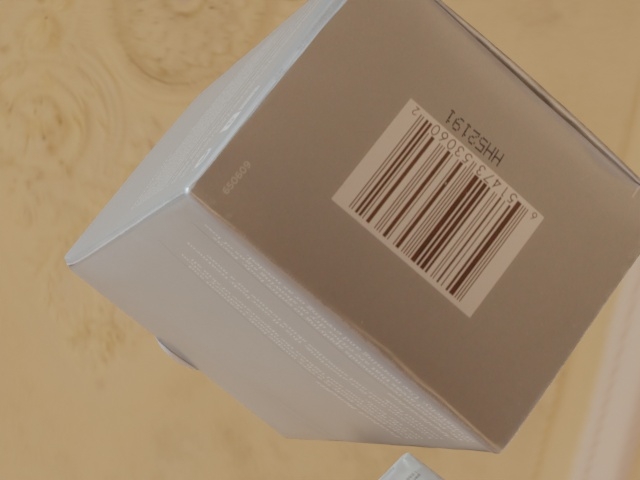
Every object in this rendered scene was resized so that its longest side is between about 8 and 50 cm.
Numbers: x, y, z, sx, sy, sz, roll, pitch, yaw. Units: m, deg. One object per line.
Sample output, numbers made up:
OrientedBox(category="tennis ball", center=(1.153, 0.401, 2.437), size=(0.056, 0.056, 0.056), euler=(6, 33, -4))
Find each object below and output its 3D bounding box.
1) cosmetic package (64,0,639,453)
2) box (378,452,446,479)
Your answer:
OrientedBox(category="cosmetic package", center=(0.000, 0.000, 0.575), size=(0.127, 0.238, 0.107), euler=(40, -103, -12))
OrientedBox(category="box", center=(0.051, 0.184, 0.810), size=(0.101, 0.102, 0.087), euler=(-43, -36, -17))
